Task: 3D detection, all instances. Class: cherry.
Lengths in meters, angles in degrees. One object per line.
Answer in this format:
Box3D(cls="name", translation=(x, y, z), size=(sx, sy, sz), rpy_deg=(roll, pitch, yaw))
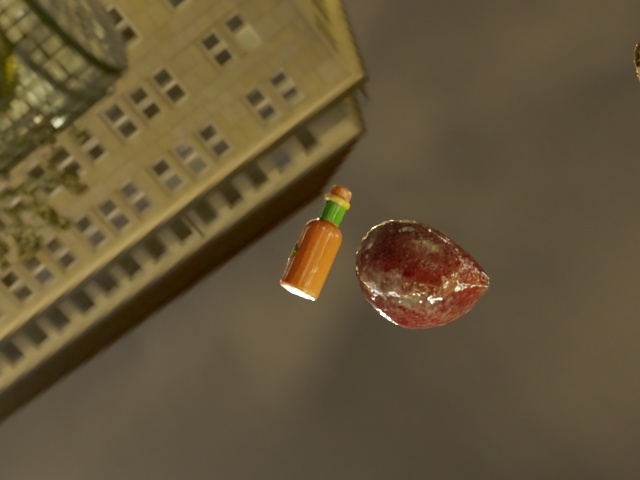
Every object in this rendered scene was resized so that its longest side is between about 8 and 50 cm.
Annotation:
Box3D(cls="cherry", translation=(0.193, 0.068, 2.403), size=(0.300, 0.230, 0.203), rpy_deg=(12, -121, 36))

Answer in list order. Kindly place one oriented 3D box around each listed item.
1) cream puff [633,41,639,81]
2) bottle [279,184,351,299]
Box3D(cls="cream puff", translation=(0.540, -0.259, 1.811), size=(0.115, 0.150, 0.165), rpy_deg=(103, -4, -55))
Box3D(cls="bottle", translation=(0.000, 0.000, 1.957), size=(0.069, 0.069, 0.187), rpy_deg=(3, -116, 59))
